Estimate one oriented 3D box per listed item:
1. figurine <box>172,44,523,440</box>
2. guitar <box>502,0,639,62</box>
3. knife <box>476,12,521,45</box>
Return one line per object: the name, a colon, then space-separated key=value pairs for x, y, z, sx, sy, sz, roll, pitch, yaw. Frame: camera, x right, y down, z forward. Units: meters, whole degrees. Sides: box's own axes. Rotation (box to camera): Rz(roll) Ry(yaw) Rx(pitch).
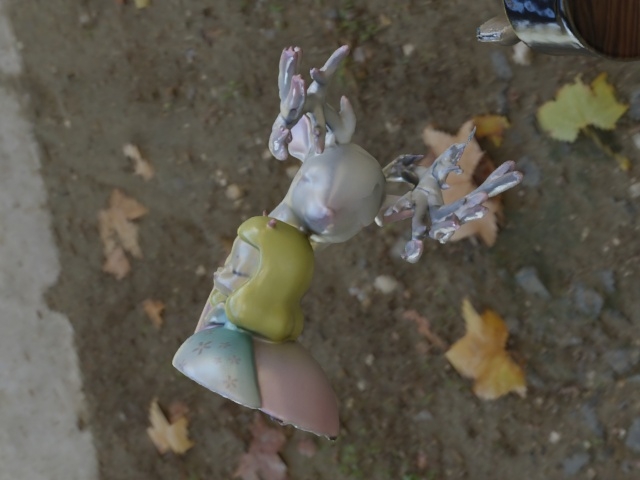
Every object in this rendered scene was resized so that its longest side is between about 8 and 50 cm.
figurine: x=0.012 y=0.004 z=1.119 sx=0.206 sy=0.284 sz=0.316 roll=20 pitch=90 yaw=-7
guitar: x=0.096 y=-0.195 z=0.434 sx=0.038 sy=0.084 sz=0.271 roll=17 pitch=117 yaw=46
knife: x=0.325 y=-0.266 z=1.323 sx=0.089 sy=0.365 sz=0.043 roll=-138 pitch=25 yaw=-79
